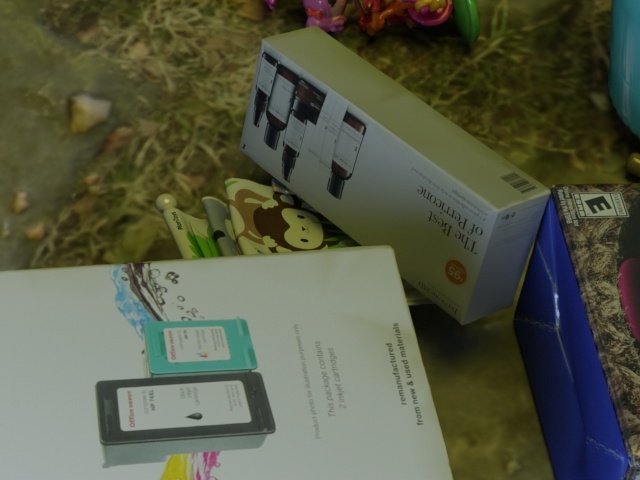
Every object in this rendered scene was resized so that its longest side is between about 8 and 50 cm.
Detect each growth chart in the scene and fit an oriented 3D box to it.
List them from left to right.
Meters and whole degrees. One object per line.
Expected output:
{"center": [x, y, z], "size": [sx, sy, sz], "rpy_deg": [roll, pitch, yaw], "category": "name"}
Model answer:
{"center": [0.000, 0.000, 1.258], "size": [0.237, 0.021, 0.172], "rpy_deg": [-5, 39, -28], "category": "growth chart"}

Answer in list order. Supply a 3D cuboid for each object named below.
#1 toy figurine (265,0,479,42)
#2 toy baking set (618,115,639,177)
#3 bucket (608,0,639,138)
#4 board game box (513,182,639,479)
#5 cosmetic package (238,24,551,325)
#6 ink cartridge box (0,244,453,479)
{"center": [0.029, -0.220, 1.466], "size": [0.159, 0.130, 0.173], "rpy_deg": [-18, 76, -7], "category": "toy figurine"}
{"center": [0.367, -0.066, 1.405], "size": [0.256, 0.030, 0.197], "rpy_deg": [30, 50, 19], "category": "toy baking set"}
{"center": [0.354, -0.184, 1.376], "size": [0.281, 0.183, 0.281], "rpy_deg": [2, 41, -1], "category": "bucket"}
{"center": [0.301, 0.089, 1.176], "size": [0.291, 0.141, 0.232], "rpy_deg": [-2, 48, -10], "category": "board game box"}
{"center": [0.045, -0.049, 1.240], "size": [0.060, 0.099, 0.239], "rpy_deg": [-21, 46, -39], "category": "cosmetic package"}
{"center": [-0.082, 0.144, 1.028], "size": [0.270, 0.198, 0.197], "rpy_deg": [-4, 49, -11], "category": "ink cartridge box"}
